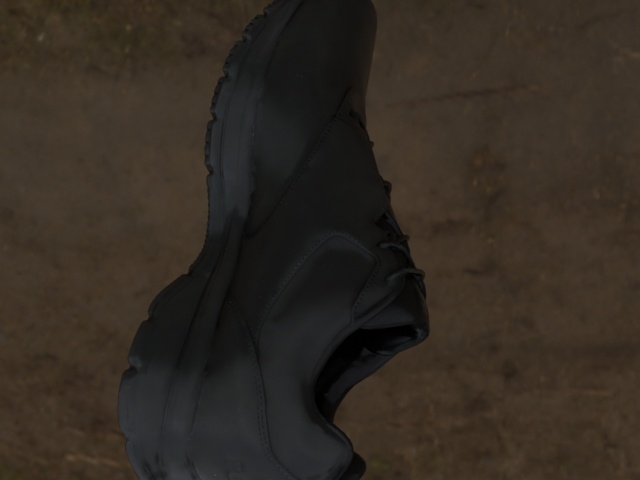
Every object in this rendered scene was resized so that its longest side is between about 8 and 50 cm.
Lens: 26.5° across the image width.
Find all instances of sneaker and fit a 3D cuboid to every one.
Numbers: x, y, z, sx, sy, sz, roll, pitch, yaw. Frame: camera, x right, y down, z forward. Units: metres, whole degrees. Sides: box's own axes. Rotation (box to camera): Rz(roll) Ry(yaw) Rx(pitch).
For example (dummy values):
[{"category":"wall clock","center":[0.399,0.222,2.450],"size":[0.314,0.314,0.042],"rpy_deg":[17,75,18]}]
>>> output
[{"category":"sneaker","center":[0.000,0.000,0.691],"size":[0.130,0.286,0.109],"rpy_deg":[7,161,20]}]
